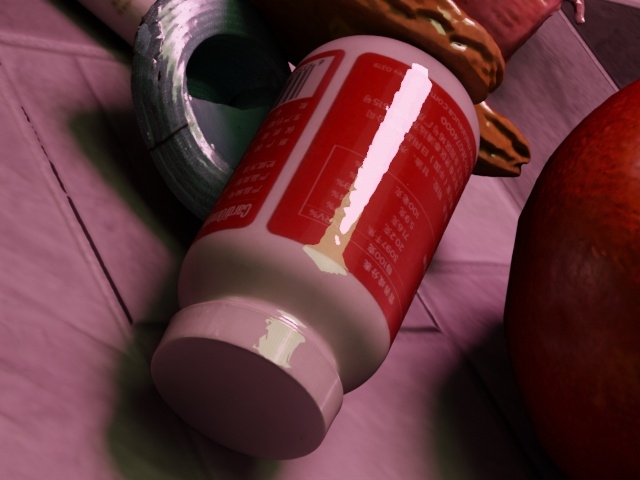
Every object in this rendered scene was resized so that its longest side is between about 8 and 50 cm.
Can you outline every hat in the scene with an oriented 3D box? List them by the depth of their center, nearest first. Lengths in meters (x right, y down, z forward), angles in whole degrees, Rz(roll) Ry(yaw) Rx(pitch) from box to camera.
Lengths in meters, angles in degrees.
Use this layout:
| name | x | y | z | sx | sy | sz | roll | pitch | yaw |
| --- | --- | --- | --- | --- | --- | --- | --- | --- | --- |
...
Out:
| name | x | y | z | sx | sy | sz | roll | pitch | yaw |
| --- | --- | --- | --- | --- | --- | --- | --- | --- | --- |
| hat | -0.068 | -0.072 | 1.180 | 0.138 | 0.078 | 0.190 | -6 | 73 | -50 |

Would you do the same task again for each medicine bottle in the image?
| name | x | y | z | sx | sy | sz | roll | pitch | yaw |
| --- | --- | --- | --- | --- | --- | --- | --- | --- | --- |
| medicine bottle | 0.000 | 0.000 | 1.058 | 0.131 | 0.131 | 0.250 | 35 | 53 | -11 |

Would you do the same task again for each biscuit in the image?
| name | x | y | z | sx | sy | sz | roll | pitch | yaw |
| --- | --- | --- | --- | --- | --- | --- | --- | --- | --- |
| biscuit | 0.051 | -0.113 | 1.241 | 0.262 | 0.052 | 0.277 | 29 | -9 | 42 |

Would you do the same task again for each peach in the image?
| name | x | y | z | sx | sy | sz | roll | pitch | yaw |
| --- | --- | --- | --- | --- | --- | --- | --- | --- | --- |
| peach | 0.293 | 0.031 | 1.213 | 0.406 | 0.335 | 0.310 | -5 | 47 | -45 |

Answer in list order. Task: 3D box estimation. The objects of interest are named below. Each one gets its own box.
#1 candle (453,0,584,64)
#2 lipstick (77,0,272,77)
| name | x | y | z | sx | sy | sz | roll | pitch | yaw |
| --- | --- | --- | --- | --- | --- | --- | --- | --- | --- |
| candle | 0.187 | -0.243 | 1.559 | 0.131 | 0.287 | 0.317 | 44 | 73 | -2 |
| lipstick | -0.086 | -0.134 | 1.262 | 0.264 | 0.059 | 0.059 | 39 | 30 | -3 |
